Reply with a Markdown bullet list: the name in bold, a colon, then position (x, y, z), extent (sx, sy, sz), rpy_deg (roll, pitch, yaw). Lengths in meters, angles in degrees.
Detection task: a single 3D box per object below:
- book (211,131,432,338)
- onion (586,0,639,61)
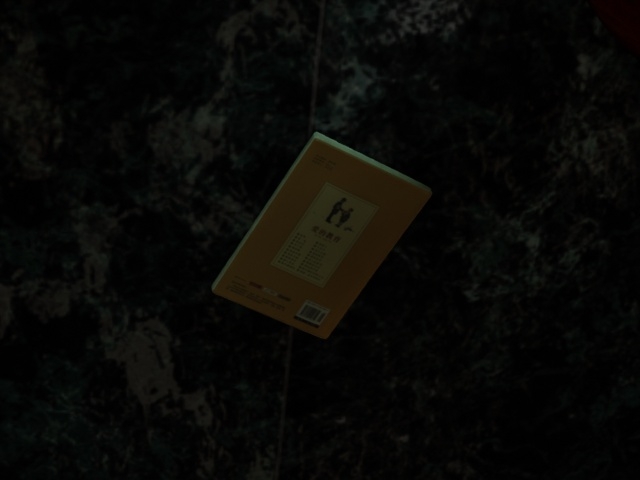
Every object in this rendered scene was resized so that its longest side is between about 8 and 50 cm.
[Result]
- **book**: position (0.000, 0.000, 1.302), extent (0.118, 0.012, 0.172), rpy_deg (25, 116, -23)
- **onion**: position (0.340, -0.191, 1.057), extent (0.347, 0.285, 0.347), rpy_deg (4, 147, 2)
